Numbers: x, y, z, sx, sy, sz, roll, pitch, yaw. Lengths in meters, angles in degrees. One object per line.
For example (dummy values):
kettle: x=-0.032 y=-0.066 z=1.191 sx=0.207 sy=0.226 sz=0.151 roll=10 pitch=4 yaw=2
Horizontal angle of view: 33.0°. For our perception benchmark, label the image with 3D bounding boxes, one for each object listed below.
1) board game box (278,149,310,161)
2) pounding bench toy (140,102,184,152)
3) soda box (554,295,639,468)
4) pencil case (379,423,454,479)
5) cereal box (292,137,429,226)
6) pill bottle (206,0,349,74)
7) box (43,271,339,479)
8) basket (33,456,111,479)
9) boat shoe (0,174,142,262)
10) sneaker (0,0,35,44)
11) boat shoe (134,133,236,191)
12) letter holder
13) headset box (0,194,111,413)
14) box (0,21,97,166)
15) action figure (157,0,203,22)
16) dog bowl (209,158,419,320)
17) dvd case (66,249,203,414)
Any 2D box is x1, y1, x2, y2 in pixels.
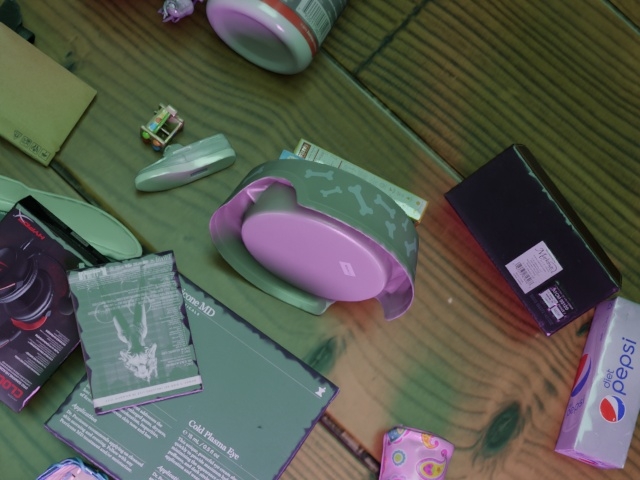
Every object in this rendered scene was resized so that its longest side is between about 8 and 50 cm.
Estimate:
board game box: x=-0.011 y=-0.069 z=1.812 sx=0.160 sy=0.211 sz=0.039 roll=25 pitch=72 yaw=-3
pounding bench toy: x=-0.276 y=-0.197 z=1.868 sx=0.052 sy=0.083 sz=0.065 roll=37 pitch=74 yaw=1
soda box: x=0.504 y=0.247 z=1.881 sx=0.098 sy=0.091 sz=0.286 roll=21 pitch=75 yaw=-5
pencil case: x=0.130 y=0.447 z=1.764 sx=0.124 sy=0.124 sz=0.284 roll=19 pitch=76 yaw=-4
cereal box: x=0.053 y=-0.080 z=1.847 sx=0.240 sy=0.173 sz=0.047 roll=26 pitch=75 yaw=-1
pill bottle: x=-0.027 y=-0.493 z=1.911 sx=0.210 sy=0.210 sz=0.362 roll=31 pitch=74 yaw=-1
box: x=-0.202 y=0.272 z=1.722 sx=0.343 sy=0.179 sz=0.312 roll=37 pitch=75 yaw=1
basket: x=-0.359 y=0.454 z=1.595 sx=0.201 sy=0.289 sz=0.255 roll=-44 pitch=86 yaw=-8
boat shoe: x=-0.459 y=-0.015 z=1.809 sx=0.320 sy=0.116 sz=0.099 roll=22 pitch=118 yaw=-10
sneaker: x=-0.565 y=-0.342 z=1.877 sx=0.089 sy=0.051 sz=0.170 roll=36 pitch=70 yaw=1
boat shoe: x=-0.240 y=-0.140 z=1.873 sx=0.184 sy=0.066 sz=0.063 roll=-22 pitch=71 yaw=-12
letter holder: x=0.383 y=-0.010 z=1.908 sx=0.152 sy=0.214 sz=0.301 roll=-37 pitch=85 yaw=17
headset box: x=-0.478 y=0.110 z=1.703 sx=0.218 sy=0.110 sz=0.293 roll=42 pitch=94 yaw=-8
box: x=-0.508 y=-0.248 z=1.843 sx=0.201 sy=0.021 sz=0.164 roll=36 pitch=73 yaw=-19
action figure: x=-0.220 y=-0.498 z=1.914 sx=0.099 sy=0.185 sz=0.285 roll=41 pitch=55 yaw=-32
dog bowl: x=0.000 y=0.000 z=1.743 sx=0.349 sy=0.348 sz=0.102 roll=25 pitch=63 yaw=-3
dvd case: x=-0.281 y=0.137 z=1.635 sx=0.165 sy=0.018 sz=0.221 roll=-12 pitch=82 yaw=-11
